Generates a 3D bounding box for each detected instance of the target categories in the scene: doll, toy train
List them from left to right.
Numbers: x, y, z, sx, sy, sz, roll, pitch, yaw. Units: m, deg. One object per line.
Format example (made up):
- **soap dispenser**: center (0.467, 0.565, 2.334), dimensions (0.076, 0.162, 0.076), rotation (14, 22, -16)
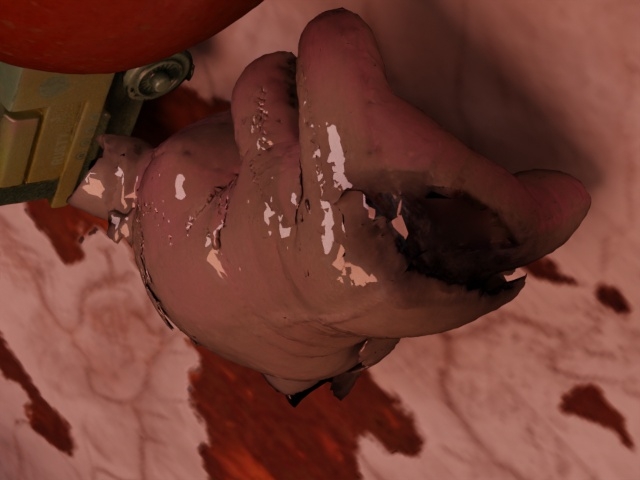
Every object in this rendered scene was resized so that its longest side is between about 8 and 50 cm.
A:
- **toy train**: center (-0.099, -0.054, 0.690), dimensions (0.050, 0.081, 0.122), rotation (61, 145, 26)
- **doll**: center (0.000, 0.000, 0.636), dimensions (0.149, 0.095, 0.192), rotation (36, 151, -22)

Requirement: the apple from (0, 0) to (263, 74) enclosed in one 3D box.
- **apple**: center (-0.075, -0.144, 0.535), dimensions (0.168, 0.181, 0.181), rotation (-22, 105, 47)
